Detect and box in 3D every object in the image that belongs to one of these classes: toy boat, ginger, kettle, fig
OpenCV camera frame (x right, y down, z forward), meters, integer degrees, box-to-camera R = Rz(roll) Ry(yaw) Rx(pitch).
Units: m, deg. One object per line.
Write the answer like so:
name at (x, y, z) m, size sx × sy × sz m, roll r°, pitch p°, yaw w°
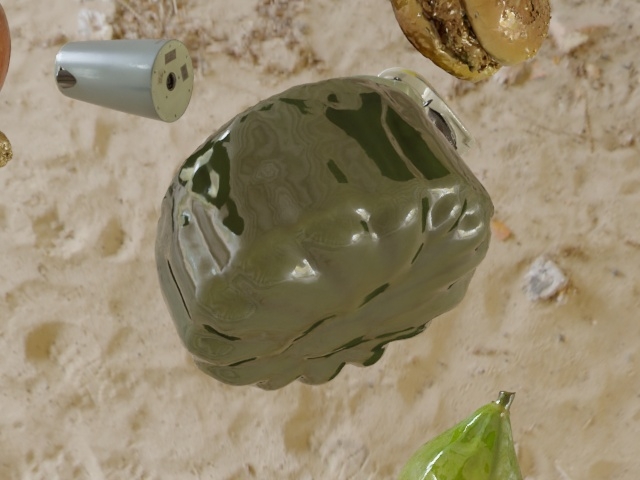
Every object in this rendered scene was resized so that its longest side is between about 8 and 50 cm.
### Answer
toy boat at (0.209, -0.241, 1.954) m, size 0.141 × 0.269 × 0.140 m, roll -20°, pitch 52°, yaw 29°
ginger at (-0.599, -0.163, 1.629) m, size 0.190 × 0.095 × 0.069 m, roll 8°, pitch 51°, yaw 40°
kettle at (-0.381, -0.338, 1.868) m, size 0.243 × 0.159 × 0.210 m, roll 11°, pitch 33°, yaw 21°
fig at (0.231, 0.410, 1.580) m, size 0.233 × 0.233 × 0.314 m, roll -1°, pitch 83°, yaw -2°

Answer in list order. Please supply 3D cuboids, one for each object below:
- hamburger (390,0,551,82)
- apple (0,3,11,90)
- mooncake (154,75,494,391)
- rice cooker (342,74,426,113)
hamburger at (0.142, -0.246, 0.897) m, size 0.191 × 0.118 × 0.181 m, roll -14°, pitch 80°, yaw -54°
apple at (-0.364, -0.191, 0.817) m, size 0.201 × 0.201 × 0.162 m, roll 37°, pitch 90°, yaw 16°
mooncake at (0.005, 0.012, 1.004) m, size 0.356 × 0.356 × 0.194 m, roll -24°, pitch 57°, yaw -13°
rice cooker at (0.081, -0.173, 1.705) m, size 0.226 × 0.226 × 0.244 m, roll 6°, pitch 64°, yaw 2°
